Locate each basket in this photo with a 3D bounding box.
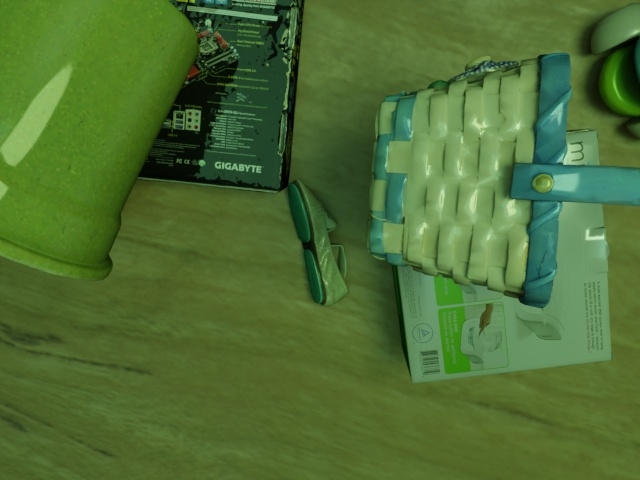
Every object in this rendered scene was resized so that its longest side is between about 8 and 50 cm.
[{"bbox_3d":[0.193,-0.047,0.479,0.289,0.255,0.201,8,96,14],"label":"basket"}]

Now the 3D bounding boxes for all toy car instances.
[{"bbox_3d":[0.404,-0.203,0.624,0.182,0.136,0.159,-27,98,7],"label":"toy car"}]

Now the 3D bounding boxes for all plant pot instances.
[{"bbox_3d":[-0.255,-0.141,0.548,0.276,0.276,0.254,34,88,-3],"label":"plant pot"}]

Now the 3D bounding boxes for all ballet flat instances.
[{"bbox_3d":[0.000,0.000,0.731,0.052,0.057,0.168,-17,104,-22],"label":"ballet flat"}]

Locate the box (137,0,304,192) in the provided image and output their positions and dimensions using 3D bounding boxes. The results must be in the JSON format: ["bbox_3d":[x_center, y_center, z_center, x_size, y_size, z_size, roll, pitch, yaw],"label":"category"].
[{"bbox_3d":[-0.188,-0.200,0.686,0.322,0.079,0.257,6,98,2],"label":"box"}]

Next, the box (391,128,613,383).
[{"bbox_3d":[0.199,0.014,0.678,0.231,0.127,0.261,-9,99,4],"label":"box"}]
